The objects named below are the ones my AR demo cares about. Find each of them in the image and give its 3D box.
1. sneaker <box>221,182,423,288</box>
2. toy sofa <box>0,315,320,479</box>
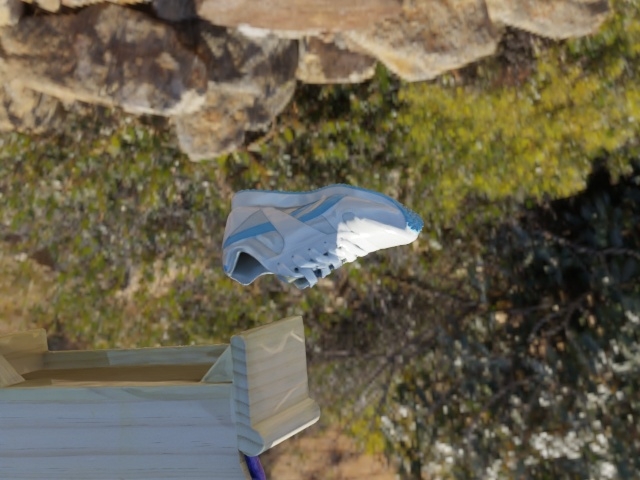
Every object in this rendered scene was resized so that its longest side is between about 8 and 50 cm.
[{"bbox_3d":[0.000,0.000,1.067,0.228,0.092,0.087,-3,157,38],"label":"sneaker"},{"bbox_3d":[-0.194,0.179,1.123,0.362,0.150,0.177,-5,92,22],"label":"toy sofa"}]
